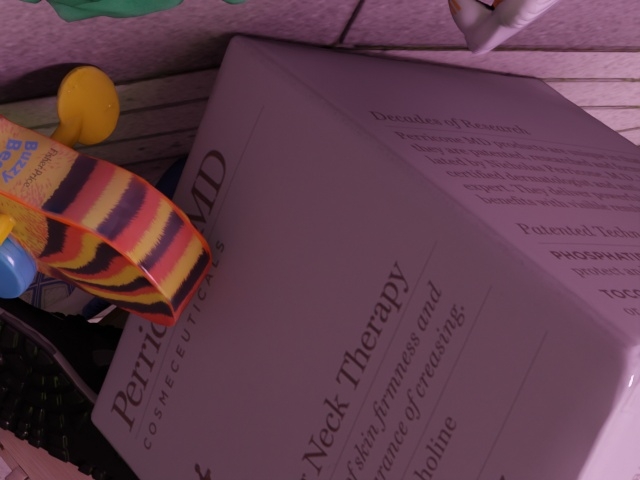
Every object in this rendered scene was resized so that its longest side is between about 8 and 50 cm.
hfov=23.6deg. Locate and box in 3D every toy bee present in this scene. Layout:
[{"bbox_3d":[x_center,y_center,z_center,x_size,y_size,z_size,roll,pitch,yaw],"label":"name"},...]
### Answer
[{"bbox_3d":[-0.224,-0.036,0.995,0.298,0.195,0.162,-1,143,10],"label":"toy bee"}]

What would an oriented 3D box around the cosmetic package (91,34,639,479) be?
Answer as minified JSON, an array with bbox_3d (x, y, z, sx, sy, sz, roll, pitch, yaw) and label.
[{"bbox_3d":[0.111,0.100,1.059,0.327,0.394,0.329,2,119,-43],"label":"cosmetic package"}]

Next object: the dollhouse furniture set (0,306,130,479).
[{"bbox_3d":[-0.147,0.154,1.466,0.303,0.174,0.355,-39,177,-10],"label":"dollhouse furniture set"}]

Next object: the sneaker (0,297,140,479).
[{"bbox_3d":[-0.173,0.114,1.237,0.107,0.283,0.124,-48,-172,39],"label":"sneaker"}]

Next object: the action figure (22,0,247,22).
[{"bbox_3d":[-0.120,-0.152,0.748,0.137,0.063,0.232,-16,175,17],"label":"action figure"}]

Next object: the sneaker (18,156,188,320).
[{"bbox_3d":[-0.219,0.009,1.296,0.296,0.131,0.112,-39,178,16],"label":"sneaker"}]

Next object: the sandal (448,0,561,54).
[{"bbox_3d":[0.116,-0.166,0.852,0.102,0.076,0.265,-36,-178,2],"label":"sandal"}]
